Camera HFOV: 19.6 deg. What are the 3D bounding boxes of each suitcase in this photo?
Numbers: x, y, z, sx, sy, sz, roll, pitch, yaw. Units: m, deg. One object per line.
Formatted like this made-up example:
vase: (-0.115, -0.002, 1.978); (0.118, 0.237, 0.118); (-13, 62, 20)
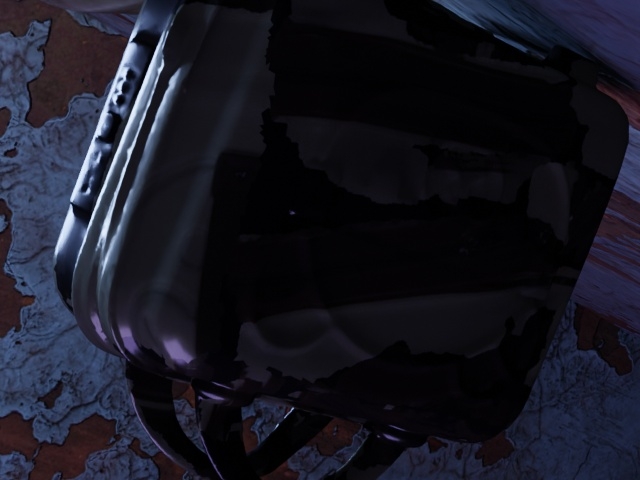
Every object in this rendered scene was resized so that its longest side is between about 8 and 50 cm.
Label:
suitcase: (0.000, 0.000, 1.163); (0.351, 0.339, 0.194); (17, -176, -43)

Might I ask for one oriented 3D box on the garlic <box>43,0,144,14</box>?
garlic: (-0.137, -0.214, 1.103); (0.143, 0.112, 0.318); (0, 172, 0)
